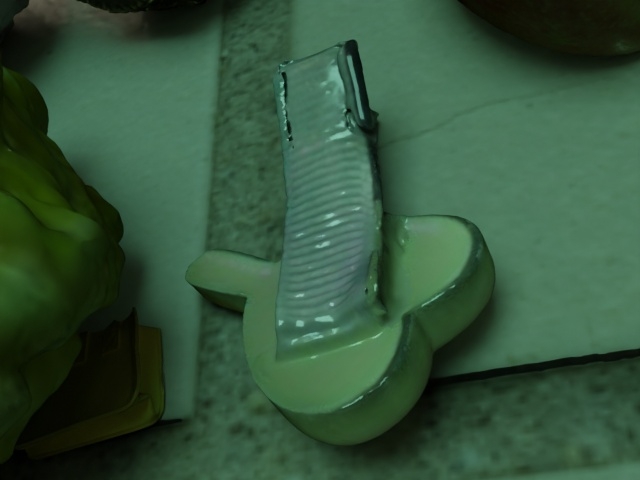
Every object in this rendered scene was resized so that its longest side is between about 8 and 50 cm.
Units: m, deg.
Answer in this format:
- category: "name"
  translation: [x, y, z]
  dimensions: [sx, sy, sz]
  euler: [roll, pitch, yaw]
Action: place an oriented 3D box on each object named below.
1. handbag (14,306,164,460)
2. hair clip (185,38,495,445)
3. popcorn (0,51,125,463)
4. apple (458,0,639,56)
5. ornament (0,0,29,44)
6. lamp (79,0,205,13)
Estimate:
- category: "handbag"
  translation: [-0.125, 0.076, 0.454]
  dimensions: [0.083, 0.027, 0.061]
  euler: [-19, 52, 13]
- category: "hair clip"
  translation: [-0.002, 0.002, 0.421]
  dimensions: [0.159, 0.071, 0.218]
  euler: [-21, 45, 18]
- category: "popcorn"
  translation: [-0.266, 0.010, 0.386]
  dimensions: [0.294, 0.292, 0.334]
  euler: [-30, 46, 14]
- category: "apple"
  translation: [0.141, -0.206, 0.442]
  dimensions: [0.207, 0.174, 0.188]
  euler: [-41, 45, 15]
- category: "ornament"
  translation: [-0.340, -0.221, 0.632]
  dimensions: [0.259, 0.225, 0.259]
  euler: [3, 42, -3]
- category: "lamp"
  translation: [-0.110, -0.294, 0.620]
  dimensions: [0.177, 0.177, 0.274]
  euler: [6, 63, 29]
